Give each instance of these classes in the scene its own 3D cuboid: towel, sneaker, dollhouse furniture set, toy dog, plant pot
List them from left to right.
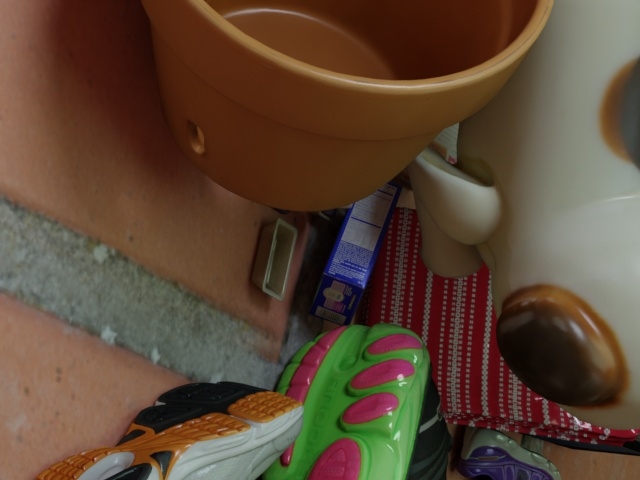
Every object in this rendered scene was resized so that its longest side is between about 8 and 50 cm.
[{"bbox_3d":[-0.109,0.193,1.065,0.262,0.099,0.121,-24,119,-45],"label":"sneaker"},{"bbox_3d":[-0.002,-0.159,1.033,0.291,0.290,0.203,-59,176,-36],"label":"plant pot"},{"bbox_3d":[0.000,0.000,1.216,0.091,0.081,0.114,32,65,-52],"label":"dollhouse furniture set"},{"bbox_3d":[0.010,0.293,1.152,0.202,0.185,0.483,55,49,-36],"label":"sneaker"},{"bbox_3d":[0.196,0.251,1.555,0.170,0.068,0.071,32,80,-43],"label":"sneaker"},{"bbox_3d":[0.176,0.080,1.356,0.031,0.274,0.199,130,-32,-78],"label":"towel"},{"bbox_3d":[0.237,-0.056,1.140,0.284,0.395,0.408,2,79,-33],"label":"toy dog"}]

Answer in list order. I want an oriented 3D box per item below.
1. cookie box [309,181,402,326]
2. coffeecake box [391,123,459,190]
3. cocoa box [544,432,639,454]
[{"bbox_3d":[0.030,0.009,1.261,0.092,0.040,0.107,109,3,-63],"label":"cookie box"},{"bbox_3d":[0.093,-0.152,1.363,0.142,0.068,0.186,24,71,-55],"label":"coffeecake box"},{"bbox_3d":[0.332,0.111,1.567,0.347,0.227,0.232,25,69,-59],"label":"cocoa box"}]
